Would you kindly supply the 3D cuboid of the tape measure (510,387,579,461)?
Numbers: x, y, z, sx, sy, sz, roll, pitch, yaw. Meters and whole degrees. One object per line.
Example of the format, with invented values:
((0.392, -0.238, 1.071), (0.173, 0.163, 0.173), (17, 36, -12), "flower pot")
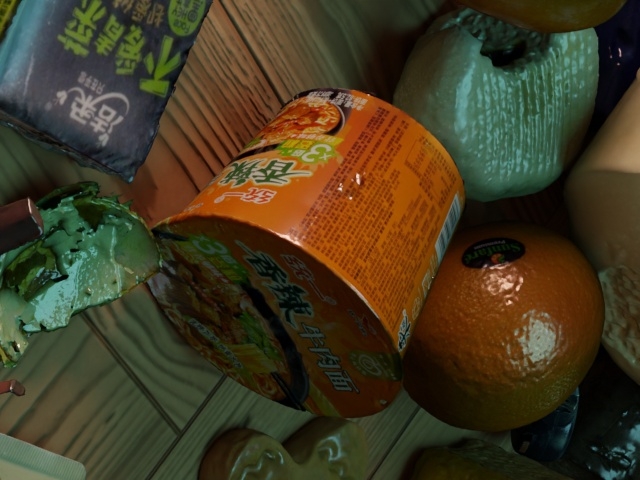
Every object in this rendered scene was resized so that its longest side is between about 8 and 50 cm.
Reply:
((0.177, 0.166, 1.821), (0.179, 0.104, 0.107), (6, 121, -19), "tape measure")

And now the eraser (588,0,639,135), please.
((0.358, -0.157, 1.856), (0.332, 0.101, 0.155), (15, 95, -49), "eraser")

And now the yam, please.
((0.349, 0.154, 1.948), (0.280, 0.131, 0.131), (-55, 138, -18), "yam")

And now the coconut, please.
((-0.190, 0.015, 1.323), (0.158, 0.055, 0.133), (-19, 119, -43), "coconut")

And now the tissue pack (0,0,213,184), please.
((-0.157, -0.180, 1.273), (0.173, 0.073, 0.236), (30, 82, -50), "tissue pack")

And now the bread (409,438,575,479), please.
((0.194, 0.388, 1.704), (0.143, 0.333, 0.324), (16, 96, -48), "bread")

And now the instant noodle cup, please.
((0.000, 0.000, 1.424), (0.182, 0.230, 0.230), (-57, 139, -31), "instant noodle cup")

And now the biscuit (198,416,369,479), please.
((-0.074, 0.301, 1.573), (0.355, 0.052, 0.275), (-28, 124, -41), "biscuit")

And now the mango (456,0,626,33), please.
((0.124, -0.322, 1.435), (0.384, 0.199, 0.221), (42, 72, -29), "mango")

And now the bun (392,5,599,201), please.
((0.147, -0.139, 1.597), (0.212, 0.126, 0.204), (5, 100, -44), "bun")

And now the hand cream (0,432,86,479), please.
((-0.276, 0.288, 1.305), (0.147, 0.093, 0.306), (30, 79, -45), "hand cream")

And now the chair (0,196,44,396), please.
((-0.350, 0.061, 1.115), (0.326, 0.183, 0.176), (-22, 136, 12), "chair")

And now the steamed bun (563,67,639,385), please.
((0.454, -0.030, 1.716), (0.371, 0.290, 0.456), (-50, 142, -18), "steamed bun")

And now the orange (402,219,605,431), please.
((0.163, 0.076, 1.649), (0.206, 0.206, 0.206), (-21, 120, -43), "orange")
